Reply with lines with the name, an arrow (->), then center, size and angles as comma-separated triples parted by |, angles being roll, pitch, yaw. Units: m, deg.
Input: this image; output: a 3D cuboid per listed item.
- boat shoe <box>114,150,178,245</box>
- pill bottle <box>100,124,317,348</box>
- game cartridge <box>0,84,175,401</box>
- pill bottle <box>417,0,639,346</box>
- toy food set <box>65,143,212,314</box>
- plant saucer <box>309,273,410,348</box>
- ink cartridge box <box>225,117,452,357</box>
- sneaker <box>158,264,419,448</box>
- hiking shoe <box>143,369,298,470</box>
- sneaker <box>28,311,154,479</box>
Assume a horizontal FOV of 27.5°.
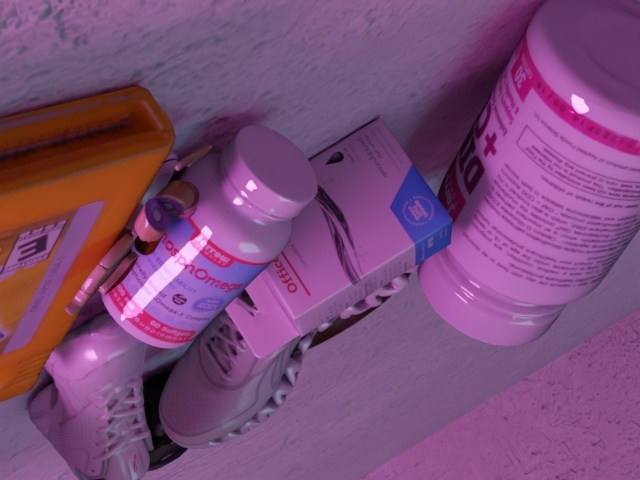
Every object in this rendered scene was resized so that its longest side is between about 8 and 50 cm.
boat shoe -> -0.119, -0.019, 0.853 | 0.100, 0.035, 0.035 | -44, 161, 33
pill bottle -> -0.076, -0.003, 0.890 | 0.160, 0.087, 0.087 | -45, 160, 32
game cartridge -> -0.256, 0.051, 0.768 | 0.285, 0.052, 0.323 | -20, 158, -38
pill bottle -> 0.190, -0.049, 1.066 | 0.160, 0.160, 0.283 | -21, 150, -37
toy food set -> -0.105, -0.004, 0.809 | 0.122, 0.019, 0.078 | -50, 178, 20
plant saucer -> 0.019, 0.061, 1.360 | 0.168, 0.029, 0.168 | -31, 163, -11
ink cartridge box -> 0.000, 0.000, 1.011 | 0.180, 0.104, 0.060 | -32, 164, -7
sneaker -> -0.049, 0.067, 1.137 | 0.292, 0.110, 0.118 | -46, 153, 13
hiking shoe -> -0.120, 0.159, 1.272 | 0.227, 0.086, 0.114 | -35, 167, 8
sneaker -> -0.168, 0.135, 1.059 | 0.090, 0.115, 0.232 | -26, 162, -26
